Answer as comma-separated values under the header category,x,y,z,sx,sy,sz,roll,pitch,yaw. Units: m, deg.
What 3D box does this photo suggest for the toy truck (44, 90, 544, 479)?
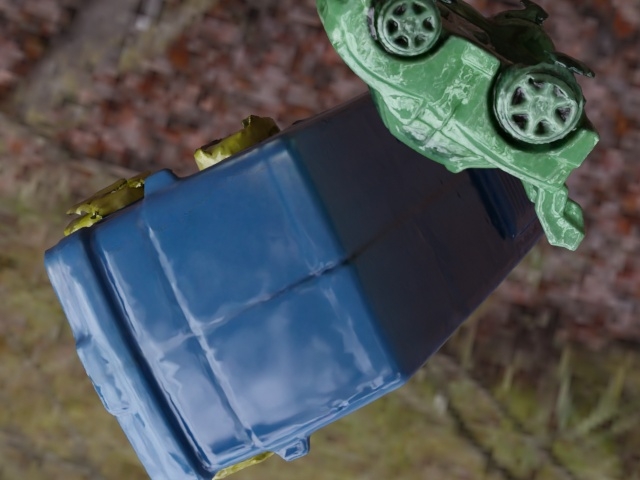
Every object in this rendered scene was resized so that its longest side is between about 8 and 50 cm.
category,x,y,z,sx,sy,sz,roll,pitch,yaw
toy truck,0.000,0.000,1.002,0.162,0.161,0.385,-26,-177,22

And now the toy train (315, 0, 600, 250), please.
category,x,y,z,sx,sy,sz,roll,pitch,yaw
toy train,0.062,-0.067,0.816,0.149,0.081,0.099,25,-161,-13
